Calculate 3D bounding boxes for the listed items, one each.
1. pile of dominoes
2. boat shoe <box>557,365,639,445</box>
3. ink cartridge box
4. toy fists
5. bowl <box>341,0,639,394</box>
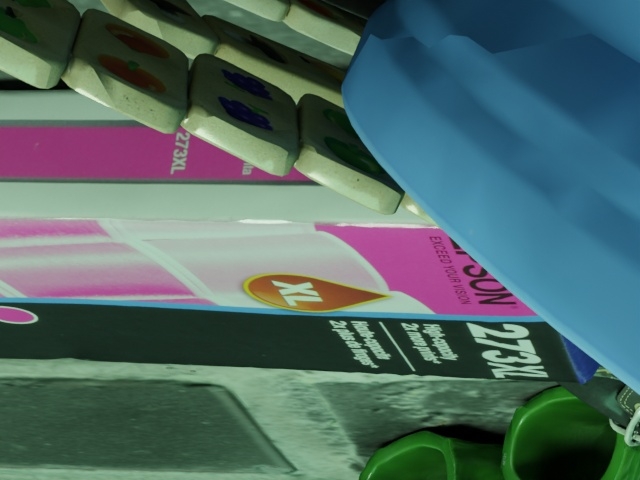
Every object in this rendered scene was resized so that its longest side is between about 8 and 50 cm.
[{"bbox_3d":[-0.032,-0.074,0.498,0.251,0.040,0.196,19,-162,-31],"label":"pile of dominoes"},{"bbox_3d":[0.165,0.067,0.843,0.233,0.079,0.084,8,-177,-3],"label":"boat shoe"},{"bbox_3d":[0.000,0.000,0.740,0.371,0.069,0.176,-1,157,15],"label":"ink cartridge box"},{"bbox_3d":[0.148,0.160,1.077,0.142,0.096,0.279,17,154,-29],"label":"toy fists"},{"bbox_3d":[0.195,0.016,0.442,0.391,0.077,0.391,25,-165,-7],"label":"bowl"}]
